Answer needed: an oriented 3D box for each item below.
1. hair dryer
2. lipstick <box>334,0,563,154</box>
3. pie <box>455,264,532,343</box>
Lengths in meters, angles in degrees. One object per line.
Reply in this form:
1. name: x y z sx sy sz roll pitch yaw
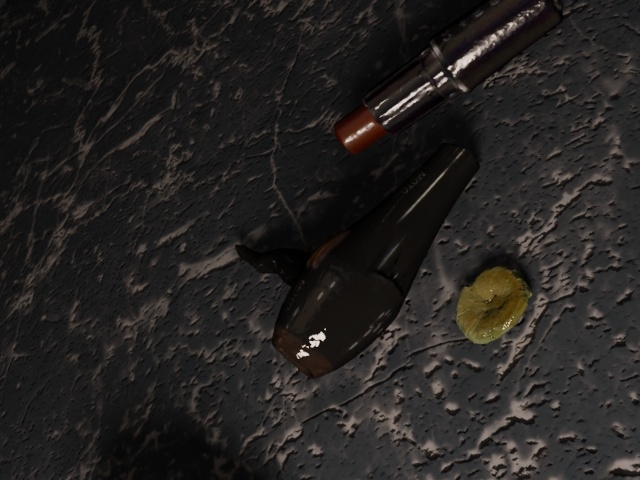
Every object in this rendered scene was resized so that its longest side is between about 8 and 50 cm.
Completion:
1. hair dryer: 0.000 0.000 1.098 0.304 0.120 0.359 -54 29 -15
2. lipstick: 0.144 -0.200 1.099 0.299 0.081 0.081 -36 42 19
3. pie: 0.169 0.064 0.923 0.084 0.020 0.084 -28 44 31
